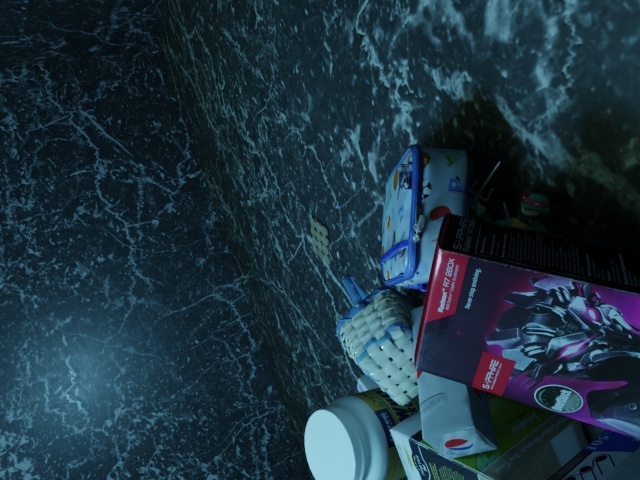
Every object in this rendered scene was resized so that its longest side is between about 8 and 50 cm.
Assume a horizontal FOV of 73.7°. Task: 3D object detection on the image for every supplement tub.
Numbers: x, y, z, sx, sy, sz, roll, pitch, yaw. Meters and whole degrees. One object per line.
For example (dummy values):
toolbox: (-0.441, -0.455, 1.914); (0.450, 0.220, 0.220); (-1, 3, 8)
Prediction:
supplement tub: (0.140, 0.513, 1.119); (0.228, 0.316, 0.228); (-5, 84, 51)

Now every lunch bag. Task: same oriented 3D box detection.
lunch bag: (0.177, -0.024, 0.774); (0.303, 0.114, 0.243); (84, -168, -82)

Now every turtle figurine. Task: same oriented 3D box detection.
turtle figurine: (0.290, 0.009, 0.653); (0.175, 0.118, 0.234); (-102, 21, -68)

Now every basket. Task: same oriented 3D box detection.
basket: (0.161, 0.229, 1.042); (0.255, 0.201, 0.289); (47, -177, -25)

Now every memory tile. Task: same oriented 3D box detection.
memory tile: (0.000, 0.000, 1.458); (0.113, 0.012, 0.148); (38, 141, 51)

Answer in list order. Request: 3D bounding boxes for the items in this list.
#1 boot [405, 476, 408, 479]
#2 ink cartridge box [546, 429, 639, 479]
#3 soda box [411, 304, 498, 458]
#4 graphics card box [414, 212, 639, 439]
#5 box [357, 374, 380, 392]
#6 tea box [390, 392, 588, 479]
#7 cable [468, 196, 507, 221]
boot: (0.277, 0.667, 1.294); (0.219, 0.082, 0.106); (-13, 99, 68)
ink cartridge box: (0.407, 0.324, 0.601); (0.046, 0.207, 0.097); (62, 155, 17)
soda box: (0.244, 0.248, 0.816); (0.091, 0.098, 0.286); (45, -148, -28)
graphics card box: (0.318, 0.116, 0.539); (0.370, 0.094, 0.233); (13, 128, 17)
box: (0.231, 0.549, 1.323); (0.324, 0.067, 0.063); (44, 145, 43)
tea box: (0.354, 0.509, 0.839); (0.323, 0.220, 0.329); (-18, 93, 67)
cable: (0.338, 0.026, 0.745); (0.287, 0.072, 0.139); (39, 123, 29)
